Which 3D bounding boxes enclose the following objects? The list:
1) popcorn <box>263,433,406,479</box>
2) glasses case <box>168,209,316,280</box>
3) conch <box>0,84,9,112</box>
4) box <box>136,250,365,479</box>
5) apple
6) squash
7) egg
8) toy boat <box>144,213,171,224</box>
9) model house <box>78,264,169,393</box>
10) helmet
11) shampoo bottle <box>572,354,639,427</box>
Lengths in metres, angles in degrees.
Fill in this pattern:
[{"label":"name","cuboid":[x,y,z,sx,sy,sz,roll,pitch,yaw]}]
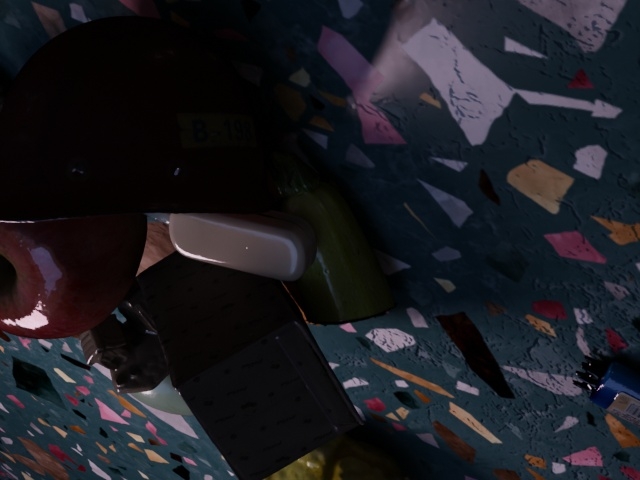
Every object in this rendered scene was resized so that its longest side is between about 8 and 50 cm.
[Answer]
[{"label":"popcorn","cuboid":[-0.013,0.481,1.908,0.293,0.292,0.334,45,142,-8]},{"label":"glasses case","cuboid":[-0.101,-0.004,1.381,0.196,0.050,0.083,14,122,19]},{"label":"conch","cuboid":[-0.609,-0.238,1.613,0.291,0.159,0.210,37,147,-7]},{"label":"box","cuboid":[-0.107,0.152,1.519,0.225,0.190,0.297,61,176,-34]},{"label":"apple","cuboid":[-0.405,-0.015,1.605,0.345,0.269,0.345,16,125,24]},{"label":"squash","cuboid":[0.008,0.008,1.419,0.137,0.137,0.287,10,138,33]},{"label":"egg","cuboid":[-0.260,0.217,1.889,0.231,0.168,0.168,26,147,2]},{"label":"toy boat","cuboid":[-0.160,-0.055,1.499,0.207,0.134,0.079,21,103,19]},{"label":"model house","cuboid":[-0.281,0.132,1.741,0.122,0.229,0.188,47,171,28]},{"label":"helmet","cuboid":[-0.232,-0.150,1.269,0.337,0.385,0.230,9,100,37]},{"label":"shampoo bottle","cuboid":[0.413,0.207,1.380,0.183,0.050,0.087,27,150,10]}]
